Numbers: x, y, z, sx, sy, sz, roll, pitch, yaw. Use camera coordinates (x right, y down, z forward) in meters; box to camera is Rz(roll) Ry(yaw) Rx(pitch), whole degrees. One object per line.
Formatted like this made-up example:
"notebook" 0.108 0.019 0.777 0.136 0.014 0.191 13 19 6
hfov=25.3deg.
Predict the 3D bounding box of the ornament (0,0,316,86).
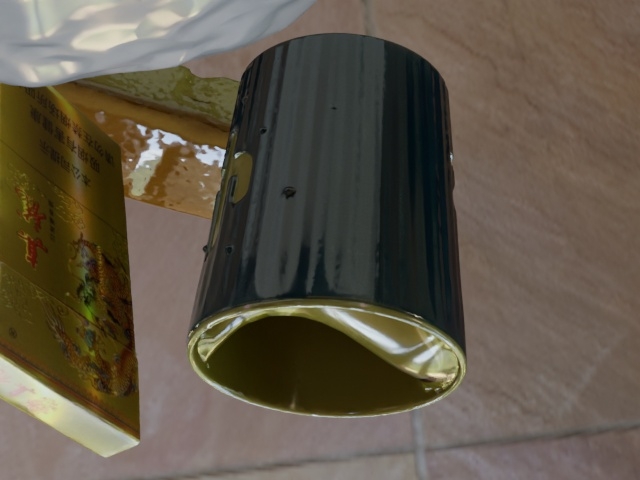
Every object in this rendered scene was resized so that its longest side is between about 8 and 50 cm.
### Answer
"ornament" -0.078 -0.196 0.361 0.337 0.337 0.337 0 119 0

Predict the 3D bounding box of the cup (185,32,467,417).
"cup" 0.000 0.000 0.711 0.131 0.155 0.176 14 152 -17

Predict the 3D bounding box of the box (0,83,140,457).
"box" -0.108 0.001 0.568 0.022 0.156 0.089 -26 138 20

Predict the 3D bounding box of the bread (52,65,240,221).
"bread" -0.121 -0.088 1.247 0.361 0.077 0.138 16 142 -13
